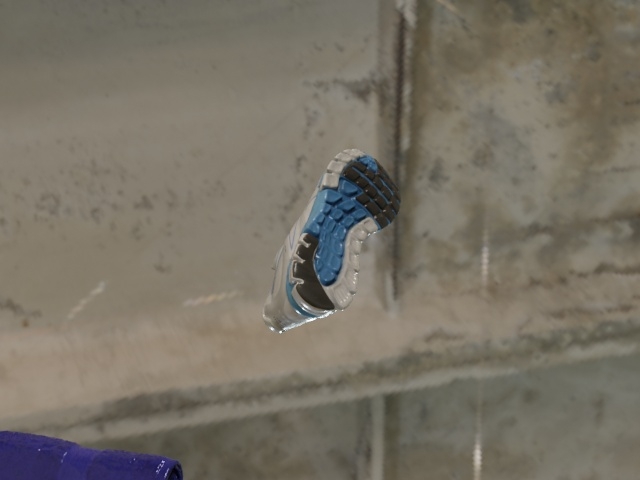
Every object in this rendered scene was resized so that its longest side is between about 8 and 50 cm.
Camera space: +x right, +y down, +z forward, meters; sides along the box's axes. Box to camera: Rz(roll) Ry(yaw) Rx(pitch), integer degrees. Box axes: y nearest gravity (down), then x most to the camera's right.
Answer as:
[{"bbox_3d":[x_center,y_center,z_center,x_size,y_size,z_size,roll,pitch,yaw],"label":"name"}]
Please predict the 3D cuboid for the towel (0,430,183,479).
[{"bbox_3d":[-0.315,0.353,1.553,0.076,0.308,0.227,49,-129,-55],"label":"towel"}]

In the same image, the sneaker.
[{"bbox_3d":[0.000,0.000,1.030,0.071,0.190,0.083,42,-47,-10],"label":"sneaker"}]
